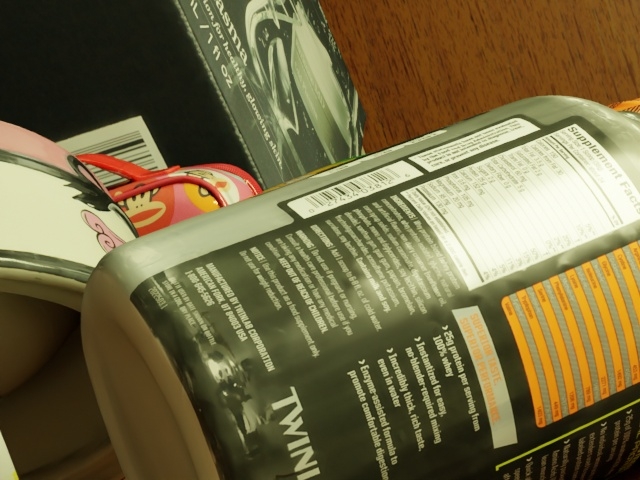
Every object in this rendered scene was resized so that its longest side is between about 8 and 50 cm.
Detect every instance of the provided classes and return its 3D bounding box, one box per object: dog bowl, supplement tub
[{"bbox_3d":[-0.295,0.068,0.966,0.408,0.150,0.408,-12,-32,-7],"label":"dog bowl"},{"bbox_3d":[0.064,0.049,0.740,0.338,0.207,0.207,-20,6,-22],"label":"supplement tub"}]

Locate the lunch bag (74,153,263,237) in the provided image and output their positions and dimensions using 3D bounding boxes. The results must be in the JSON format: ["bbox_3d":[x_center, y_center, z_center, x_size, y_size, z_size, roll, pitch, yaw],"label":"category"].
[{"bbox_3d":[-0.170,0.056,1.171,0.293,0.258,0.120,-17,6,17],"label":"lunch bag"}]

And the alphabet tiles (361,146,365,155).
[{"bbox_3d":[0.000,0.000,1.619,0.285,0.011,0.342,-19,33,1],"label":"alphabet tiles"}]

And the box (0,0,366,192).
[{"bbox_3d":[-0.173,-0.169,1.484,0.297,0.480,0.472,-16,32,14],"label":"box"}]

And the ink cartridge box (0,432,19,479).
[{"bbox_3d":[-0.234,0.152,0.843,0.104,0.181,0.061,-14,8,36],"label":"ink cartridge box"}]

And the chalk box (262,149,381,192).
[{"bbox_3d":[0.084,0.012,1.191,0.179,0.180,0.289,-24,9,-39],"label":"chalk box"}]
